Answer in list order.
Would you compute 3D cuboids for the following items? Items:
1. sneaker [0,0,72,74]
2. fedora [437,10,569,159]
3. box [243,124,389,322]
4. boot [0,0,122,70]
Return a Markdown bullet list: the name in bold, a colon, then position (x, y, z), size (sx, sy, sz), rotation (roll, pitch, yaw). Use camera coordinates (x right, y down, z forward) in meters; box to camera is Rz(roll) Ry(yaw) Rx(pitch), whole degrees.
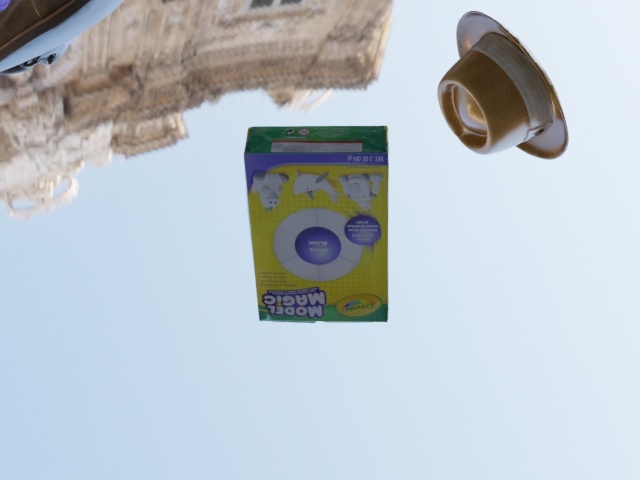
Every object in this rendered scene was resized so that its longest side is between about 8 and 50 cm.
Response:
- **sneaker**: position (-0.387, -0.277, 1.395), size (0.102, 0.293, 0.146), rotation (32, -82, 16)
- **fedora**: position (0.177, -0.146, 1.177), size (0.079, 0.194, 0.194), rotation (-34, -93, -9)
- **box**: position (0.000, 0.000, 0.844), size (0.105, 0.179, 0.043), rotation (0, -142, 4)
- **boot**: position (-0.231, -0.263, 1.044), size (0.305, 0.112, 0.115), rotation (-33, -81, 23)
